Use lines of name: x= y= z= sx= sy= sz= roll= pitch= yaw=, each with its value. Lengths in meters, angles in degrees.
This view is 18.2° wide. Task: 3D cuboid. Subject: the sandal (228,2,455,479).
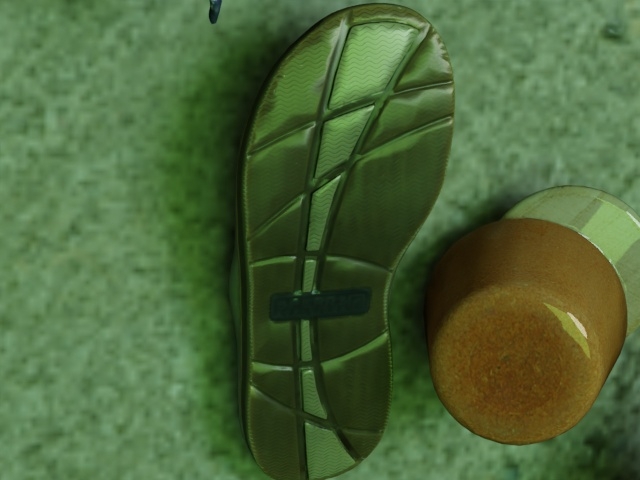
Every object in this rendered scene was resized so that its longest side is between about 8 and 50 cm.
sandal: x=0.000 y=0.000 z=0.701 sx=0.072 sy=0.049 sz=0.180 roll=0 pitch=116 yaw=-15

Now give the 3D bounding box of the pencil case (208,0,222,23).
pencil case: x=-0.112 y=-0.144 z=0.605 sx=0.209 sy=0.098 sz=0.095 roll=19 pitch=63 yaw=-21

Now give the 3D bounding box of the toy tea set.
toy tea set: x=0.129 y=0.140 z=0.762 sx=0.200 sy=0.124 sz=0.336 roll=-1 pitch=107 yaw=10
